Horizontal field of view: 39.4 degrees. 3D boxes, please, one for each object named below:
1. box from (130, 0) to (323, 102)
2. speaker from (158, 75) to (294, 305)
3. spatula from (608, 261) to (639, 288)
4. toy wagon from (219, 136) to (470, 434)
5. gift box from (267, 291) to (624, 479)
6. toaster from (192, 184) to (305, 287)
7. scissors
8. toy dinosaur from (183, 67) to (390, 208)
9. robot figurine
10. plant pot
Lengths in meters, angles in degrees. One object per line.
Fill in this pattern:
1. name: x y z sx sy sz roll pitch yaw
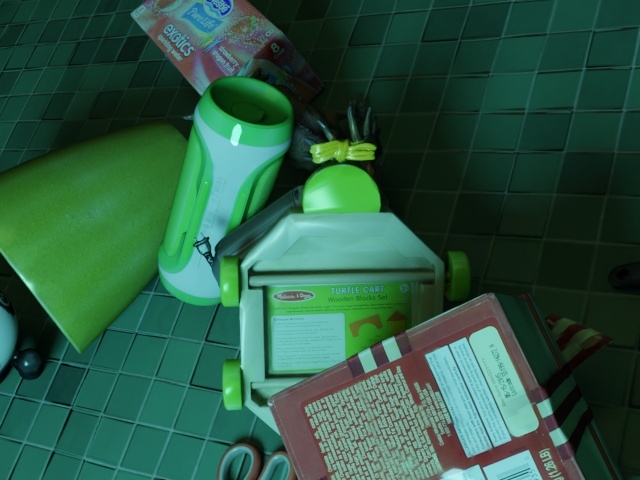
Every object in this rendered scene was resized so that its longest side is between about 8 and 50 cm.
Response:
1. box: -0.149 -0.297 1.392 0.154 0.142 0.300 -41 49 1
2. speaker: -0.125 -0.056 1.139 0.131 0.131 0.296 62 143 40
3. spatula: 0.445 0.024 0.913 0.296 0.030 0.084 -6 58 28
4. toy wagon: 0.026 0.058 0.969 0.267 0.344 0.068 -1 13 -3
5. gift box: 0.150 0.192 0.806 0.276 0.258 0.255 -23 78 16
6. toaster: -0.025 0.036 1.060 0.146 0.227 0.129 -37 16 8
7. scissors: -0.133 0.362 1.029 0.109 0.021 0.297 19 64 34
8. toy dinosaur: -0.029 -0.147 1.181 0.200 0.295 0.127 -108 39 -77
9. robot figurine: -0.519 0.140 1.277 0.209 0.278 0.173 -15 80 -23
10. plant pot: -0.307 -0.037 1.274 0.293 0.275 0.275 -38 48 -17
